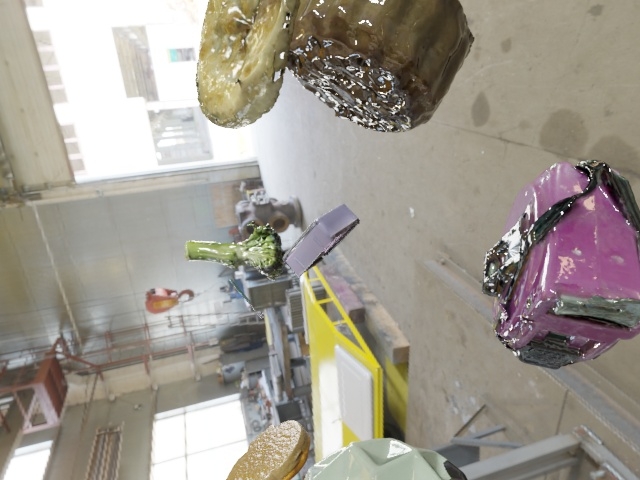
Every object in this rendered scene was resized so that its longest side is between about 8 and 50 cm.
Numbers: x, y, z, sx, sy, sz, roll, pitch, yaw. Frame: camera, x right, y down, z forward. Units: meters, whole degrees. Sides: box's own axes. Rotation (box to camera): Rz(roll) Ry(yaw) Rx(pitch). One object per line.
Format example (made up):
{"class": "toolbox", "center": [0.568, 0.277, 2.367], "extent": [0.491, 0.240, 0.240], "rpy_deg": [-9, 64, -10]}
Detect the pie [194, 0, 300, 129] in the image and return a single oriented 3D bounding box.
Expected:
{"class": "pie", "center": [-0.094, -0.273, 0.550], "extent": [0.274, 0.055, 0.273], "rpy_deg": [-15, 71, 53]}

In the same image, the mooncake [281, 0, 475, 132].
{"class": "mooncake", "center": [0.093, -0.339, 0.786], "extent": [0.187, 0.324, 0.324], "rpy_deg": [-62, 14, -5]}

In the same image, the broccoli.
{"class": "broccoli", "center": [-0.260, 0.036, 1.323], "extent": [0.145, 0.305, 0.164], "rpy_deg": [112, 159, -67]}

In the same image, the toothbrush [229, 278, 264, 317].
{"class": "toothbrush", "center": [-0.216, 0.173, 1.285], "extent": [0.167, 0.014, 0.011], "rpy_deg": [56, -153, -27]}

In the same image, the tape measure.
{"class": "tape measure", "center": [0.296, 0.028, 0.544], "extent": [0.245, 0.150, 0.231], "rpy_deg": [84, -162, -54]}

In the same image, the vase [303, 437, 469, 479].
{"class": "vase", "center": [0.018, 0.276, 0.198], "extent": [0.360, 0.165, 0.164], "rpy_deg": [-57, -32, -60]}

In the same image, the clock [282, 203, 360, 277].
{"class": "clock", "center": [0.000, 0.001, 1.156], "extent": [0.073, 0.145, 0.193], "rpy_deg": [49, 131, 7]}

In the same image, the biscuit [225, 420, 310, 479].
{"class": "biscuit", "center": [-0.088, 0.391, 0.758], "extent": [0.050, 0.170, 0.170], "rpy_deg": [56, 167, -7]}
